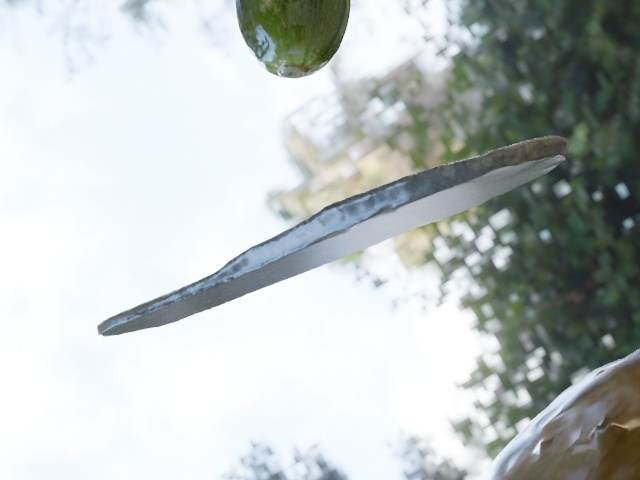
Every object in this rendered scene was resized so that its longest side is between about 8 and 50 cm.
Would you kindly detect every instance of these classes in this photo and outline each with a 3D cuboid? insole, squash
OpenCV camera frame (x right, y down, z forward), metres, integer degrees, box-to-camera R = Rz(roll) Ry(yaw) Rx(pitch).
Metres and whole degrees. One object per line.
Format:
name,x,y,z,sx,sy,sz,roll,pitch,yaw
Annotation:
insole,0.000,0.000,0.617,0.063,0.192,0.010,-8,-101,-53
squash,-0.021,-0.196,1.049,0.066,0.066,0.229,20,-121,-51

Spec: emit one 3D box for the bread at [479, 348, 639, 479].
bread,0.129,0.168,0.435,0.159,0.305,0.305,-36,-87,-28
